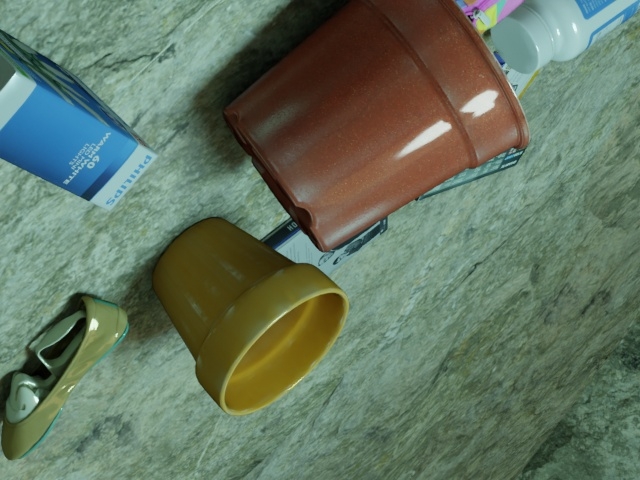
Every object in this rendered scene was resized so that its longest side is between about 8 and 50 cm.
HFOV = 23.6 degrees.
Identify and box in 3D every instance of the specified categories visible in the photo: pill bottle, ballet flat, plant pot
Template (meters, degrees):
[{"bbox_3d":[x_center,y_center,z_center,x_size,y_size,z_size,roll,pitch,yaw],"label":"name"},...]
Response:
[{"bbox_3d":[0.338,-0.319,2.072,0.221,0.124,0.124,-35,154,-23],"label":"pill bottle"},{"bbox_3d":[-0.323,0.157,1.819,0.073,0.080,0.232,34,97,-38],"label":"ballet flat"},{"bbox_3d":[0.051,-0.140,1.735,0.265,0.272,0.272,-36,156,-4],"label":"plant pot"},{"bbox_3d":[-0.101,0.078,1.891,0.205,0.188,0.205,-36,154,-21],"label":"plant pot"}]

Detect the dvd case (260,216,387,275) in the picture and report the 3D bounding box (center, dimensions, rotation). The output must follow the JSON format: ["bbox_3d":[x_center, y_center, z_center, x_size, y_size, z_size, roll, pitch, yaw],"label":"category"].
[{"bbox_3d":[0.000,0.000,2.135,0.238,0.029,0.179,-37,155,-19],"label":"dvd case"}]

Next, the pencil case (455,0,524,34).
[{"bbox_3d":[0.224,-0.326,1.892,0.236,0.104,0.104,-41,156,-18],"label":"pencil case"}]

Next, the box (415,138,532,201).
[{"bbox_3d":[0.139,-0.145,1.954,0.220,0.175,0.051,-21,147,-46],"label":"box"}]

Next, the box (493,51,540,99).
[{"bbox_3d":[0.260,-0.229,2.207,0.136,0.028,0.081,0,130,-56],"label":"box"}]

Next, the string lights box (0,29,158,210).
[{"bbox_3d":[-0.265,-0.120,1.367,0.077,0.133,0.259,-49,157,5],"label":"string lights box"}]
